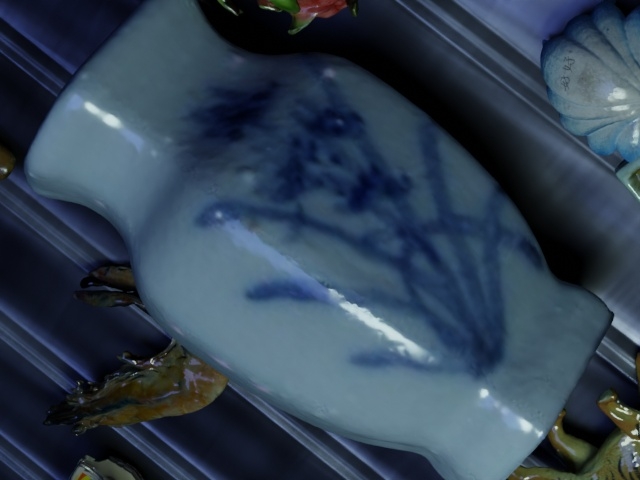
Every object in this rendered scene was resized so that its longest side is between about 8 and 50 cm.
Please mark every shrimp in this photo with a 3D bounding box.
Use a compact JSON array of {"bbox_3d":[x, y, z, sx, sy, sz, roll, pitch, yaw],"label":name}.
[{"bbox_3d":[-0.182,0.101,1.359,0.219,0.046,0.152,-24,105,29],"label":"shrimp"}]

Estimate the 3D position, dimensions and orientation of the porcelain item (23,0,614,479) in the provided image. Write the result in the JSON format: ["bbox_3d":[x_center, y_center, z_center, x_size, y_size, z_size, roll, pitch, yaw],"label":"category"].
[{"bbox_3d":[0.000,0.000,1.104,0.405,0.242,0.178,35,144,2],"label":"porcelain item"}]

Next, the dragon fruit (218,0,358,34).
[{"bbox_3d":[-0.033,-0.259,1.051,0.137,0.135,0.235,-18,89,38],"label":"dragon fruit"}]

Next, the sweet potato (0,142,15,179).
[{"bbox_3d":[-0.418,-0.147,1.328,0.346,0.079,0.108,22,152,12],"label":"sweet potato"}]

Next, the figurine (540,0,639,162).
[{"bbox_3d":[0.193,-0.116,1.054,0.114,0.079,0.114,21,117,50],"label":"figurine"}]

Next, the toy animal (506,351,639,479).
[{"bbox_3d":[0.232,0.158,1.175,0.241,0.057,0.099,-40,92,28],"label":"toy animal"}]

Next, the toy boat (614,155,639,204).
[{"bbox_3d":[0.289,0.002,1.047,0.215,0.102,0.088,45,128,-2],"label":"toy boat"}]

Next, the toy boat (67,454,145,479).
[{"bbox_3d":[-0.225,0.282,1.467,0.084,0.066,0.210,39,126,4],"label":"toy boat"}]
